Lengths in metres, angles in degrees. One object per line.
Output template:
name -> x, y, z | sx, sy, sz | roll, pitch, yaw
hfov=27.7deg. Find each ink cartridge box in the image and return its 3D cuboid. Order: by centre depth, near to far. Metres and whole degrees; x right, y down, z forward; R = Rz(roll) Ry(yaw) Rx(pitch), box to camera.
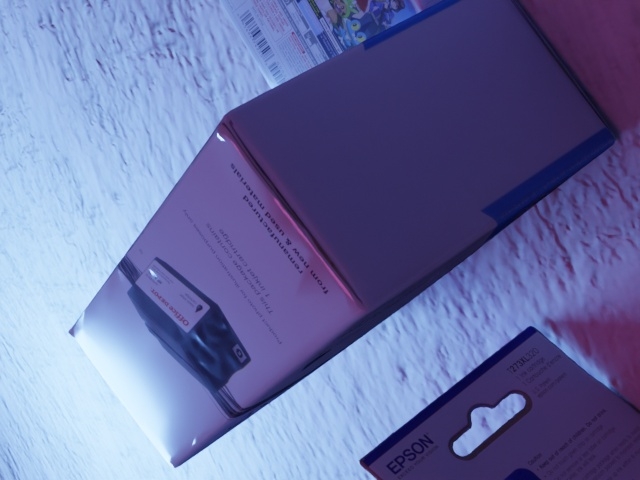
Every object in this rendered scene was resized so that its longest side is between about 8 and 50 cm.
ink cartridge box -> 0.207, 0.223, 0.779 | 0.371, 0.176, 0.069 | 43, 144, 21
ink cartridge box -> 0.000, 0.000, 0.819 | 0.129, 0.223, 0.307 | 53, 146, 5

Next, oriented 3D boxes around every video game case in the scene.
video game case -> -0.024, -0.206, 0.866 | 0.183, 0.023, 0.201 | -27, 94, 56
